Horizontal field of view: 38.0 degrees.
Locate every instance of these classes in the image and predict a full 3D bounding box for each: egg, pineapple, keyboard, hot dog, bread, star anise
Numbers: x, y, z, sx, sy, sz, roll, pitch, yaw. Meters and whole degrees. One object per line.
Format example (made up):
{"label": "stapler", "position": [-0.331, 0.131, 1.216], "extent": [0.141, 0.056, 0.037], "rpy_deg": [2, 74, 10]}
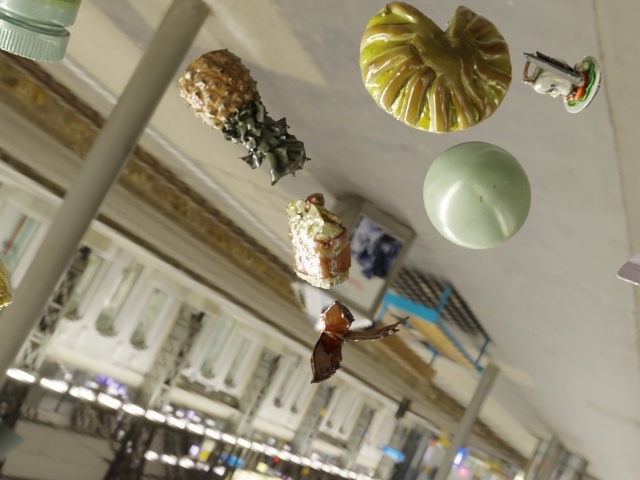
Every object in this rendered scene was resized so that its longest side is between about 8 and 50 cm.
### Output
{"label": "egg", "position": [0.222, -0.065, 1.319], "extent": [0.149, 0.149, 0.192], "rpy_deg": [23, 171, 27]}
{"label": "pineapple", "position": [-0.126, -0.201, 1.560], "extent": [0.248, 0.128, 0.128], "rpy_deg": [50, 173, 5]}
{"label": "keyboard", "position": [0.276, -0.203, 1.091], "extent": [0.074, 0.015, 0.196], "rpy_deg": [31, -166, 10]}
{"label": "hot dog", "position": [0.000, 0.000, 1.872], "extent": [0.146, 0.103, 0.213], "rpy_deg": [27, 135, 34]}
{"label": "bread", "position": [0.249, -0.376, 1.966], "extent": [0.333, 0.333, 0.160], "rpy_deg": [27, 160, 0]}
{"label": "star anise", "position": [0.057, 0.172, 1.551], "extent": [0.144, 0.140, 0.158], "rpy_deg": [20, -173, 0]}

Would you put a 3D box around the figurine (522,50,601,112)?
{"label": "figurine", "position": [0.514, -0.360, 2.026], "extent": [0.154, 0.132, 0.132], "rpy_deg": [14, 176, -18]}

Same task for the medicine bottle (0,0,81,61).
{"label": "medicine bottle", "position": [-0.480, -0.487, 1.619], "extent": [0.158, 0.318, 0.158], "rpy_deg": [19, -163, -6]}

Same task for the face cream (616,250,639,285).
{"label": "face cream", "position": [0.506, -0.018, 1.138], "extent": [0.154, 0.274, 0.096], "rpy_deg": [27, 149, 47]}

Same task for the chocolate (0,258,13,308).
{"label": "chocolate", "position": [-0.638, 0.131, 1.249], "extent": [0.162, 0.446, 0.162], "rpy_deg": [160, 90, -81]}
